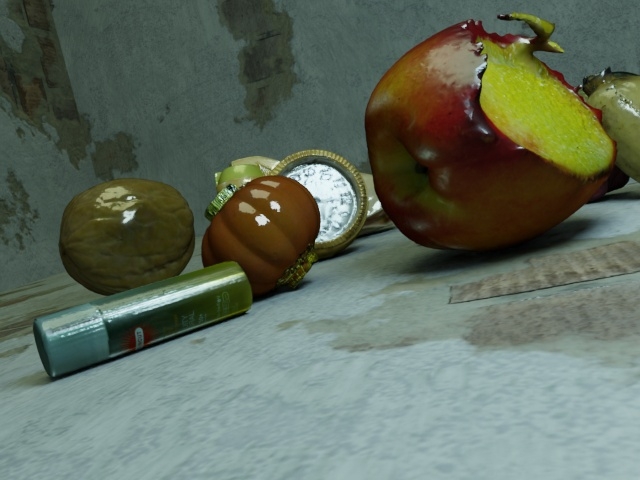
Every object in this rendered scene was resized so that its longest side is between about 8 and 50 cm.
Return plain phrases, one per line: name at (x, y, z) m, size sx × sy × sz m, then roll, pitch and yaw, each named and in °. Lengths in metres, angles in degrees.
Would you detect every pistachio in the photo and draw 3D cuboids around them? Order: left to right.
pistachio at (0.046, -0.080, 1.612) m, size 0.299 × 0.188 × 0.187 m, roll -6°, pitch 6°, yaw 7°

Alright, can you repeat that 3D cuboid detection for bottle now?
bottle at (-0.235, 0.102, 0.872) m, size 0.286 × 0.082 × 0.082 m, roll -17°, pitch 6°, yaw -32°

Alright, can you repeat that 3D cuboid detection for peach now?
peach at (0.236, -0.145, 0.969) m, size 0.406 × 0.335 × 0.310 m, roll -25°, pitch -8°, yaw -47°

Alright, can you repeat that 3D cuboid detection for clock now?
clock at (-0.056, -0.065, 1.383) m, size 0.316 × 0.244 × 0.200 m, roll -10°, pitch -10°, yaw -3°

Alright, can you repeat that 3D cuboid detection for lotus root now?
lotus root at (0.570, -0.194, 1.124) m, size 0.146 × 0.284 × 0.160 m, roll -44°, pitch -19°, yaw 24°

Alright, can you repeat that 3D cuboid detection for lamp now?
lamp at (-0.097, -0.006, 1.060) m, size 0.223 × 0.196 × 0.223 m, roll -49°, pitch -3°, yaw -3°

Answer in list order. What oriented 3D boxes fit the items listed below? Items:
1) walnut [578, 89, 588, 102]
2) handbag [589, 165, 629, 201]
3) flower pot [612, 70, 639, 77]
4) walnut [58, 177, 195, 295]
walnut at (0.623, -0.243, 1.568) m, size 0.282 × 0.227 × 0.283 m, roll -10°, pitch -9°, yaw -1°
handbag at (0.501, -0.147, 1.300) m, size 0.135 × 0.146 × 0.225 m, roll -22°, pitch 8°, yaw -41°
flower pot at (0.795, -0.303, 1.793) m, size 0.259 × 0.290 × 0.290 m, roll -33°, pitch 15°, yaw -33°
walnut at (-0.457, -0.009, 1.538) m, size 0.332 × 0.333 × 0.333 m, roll -13°, pitch 5°, yaw 1°
